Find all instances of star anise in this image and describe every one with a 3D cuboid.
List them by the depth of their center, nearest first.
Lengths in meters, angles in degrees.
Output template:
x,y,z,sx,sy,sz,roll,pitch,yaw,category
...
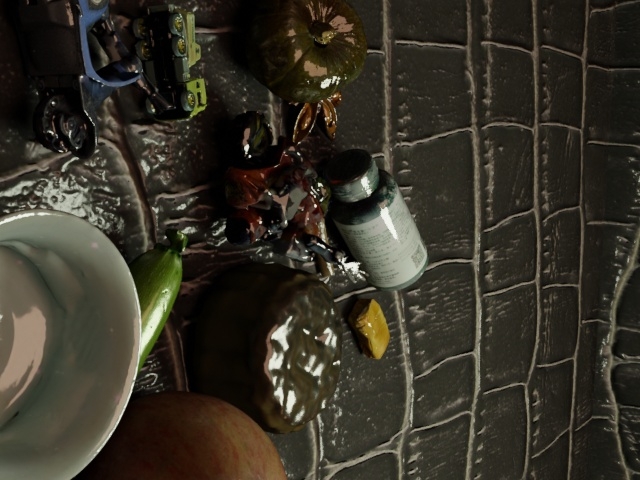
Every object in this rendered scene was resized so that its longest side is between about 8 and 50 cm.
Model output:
x,y,z,sx,sy,sz,roll,pitch,yaw,category
-0.013,-0.242,1.797,0.212,0.053,0.157,-6,99,-57,star anise

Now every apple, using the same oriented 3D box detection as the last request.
x,y,z,sx,sy,sz,roll,pitch,yaw,category
-0.189,0.397,1.445,0.345,0.269,0.345,-13,106,-53,apple

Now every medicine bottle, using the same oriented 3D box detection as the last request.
x,y,z,sx,sy,sz,roll,pitch,yaw,category
0.103,-0.041,1.917,0.141,0.141,0.293,-60,140,-31,medicine bottle

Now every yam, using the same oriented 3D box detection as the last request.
x,y,z,sx,sy,sz,roll,pitch,yaw,category
0.000,0.000,1.870,0.032,0.032,0.145,-41,128,-45,yam

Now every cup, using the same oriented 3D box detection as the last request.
x,y,z,sx,sy,sz,roll,pitch,yaw,category
-0.396,0.129,1.198,0.347,0.163,0.347,-11,103,-55,cup

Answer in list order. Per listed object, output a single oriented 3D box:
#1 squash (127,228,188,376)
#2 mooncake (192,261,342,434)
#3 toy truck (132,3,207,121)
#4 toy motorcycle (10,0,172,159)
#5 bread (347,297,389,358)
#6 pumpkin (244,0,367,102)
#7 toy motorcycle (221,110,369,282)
x,y,z,sx,sy,sz,roll,pitch,yaw,category
-0.289,0.145,1.413,0.101,0.101,0.379,48,60,-47,squash
-0.078,0.180,1.672,0.290,0.161,0.290,-13,106,-56,mooncake
-0.217,-0.269,1.482,0.100,0.077,0.169,-38,122,-63,toy truck
-0.312,-0.289,1.295,0.212,0.125,0.358,-28,118,-53,toy motorcycle
0.103,0.180,2.027,0.074,0.053,0.132,-54,137,-36,bread
-0.025,-0.336,1.647,0.219,0.162,0.219,4,82,-30,pumpkin
-0.051,-0.040,1.702,0.401,0.134,0.207,44,60,-47,toy motorcycle
